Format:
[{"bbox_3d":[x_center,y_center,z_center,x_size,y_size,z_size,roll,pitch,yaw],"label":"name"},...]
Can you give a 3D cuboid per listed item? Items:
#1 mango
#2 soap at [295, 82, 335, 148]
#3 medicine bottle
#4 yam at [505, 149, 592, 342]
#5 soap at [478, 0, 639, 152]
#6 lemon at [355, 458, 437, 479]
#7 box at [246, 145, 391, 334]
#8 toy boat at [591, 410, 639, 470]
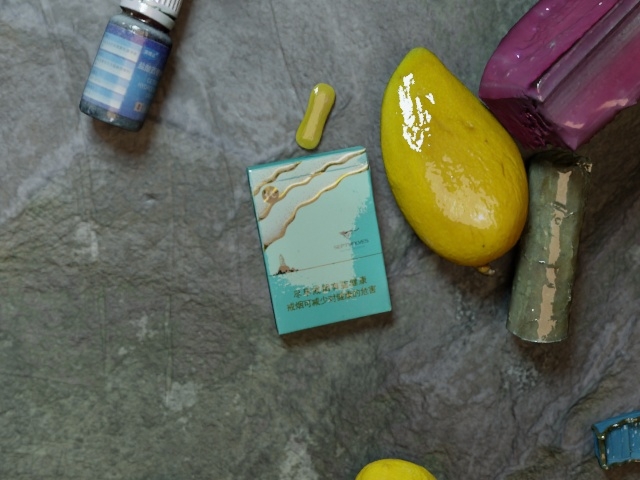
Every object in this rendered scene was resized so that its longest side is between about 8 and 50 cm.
[{"bbox_3d":[0.174,-0.100,1.117,0.176,0.119,0.317,-27,97,-3],"label":"mango"},{"bbox_3d":[-0.006,-0.165,1.126,0.034,0.012,0.089,18,97,-12],"label":"soap"},{"bbox_3d":[-0.226,-0.240,1.038,0.083,0.083,0.203,19,96,-13],"label":"medicine bottle"},{"bbox_3d":[0.316,0.005,1.174,0.093,0.093,0.259,4,99,-11],"label":"yam"},{"bbox_3d":[0.352,-0.259,1.061,0.325,0.220,0.127,-42,111,-4],"label":"soap"},{"bbox_3d":[0.112,0.366,1.193,0.155,0.114,0.114,12,98,-8],"label":"lemon"},{"bbox_3d":[0.000,-0.001,1.143,0.161,0.041,0.229,-12,103,-8],"label":"box"},{"bbox_3d":[0.499,0.296,1.267,0.185,0.077,0.075,-9,101,-8],"label":"toy boat"}]
